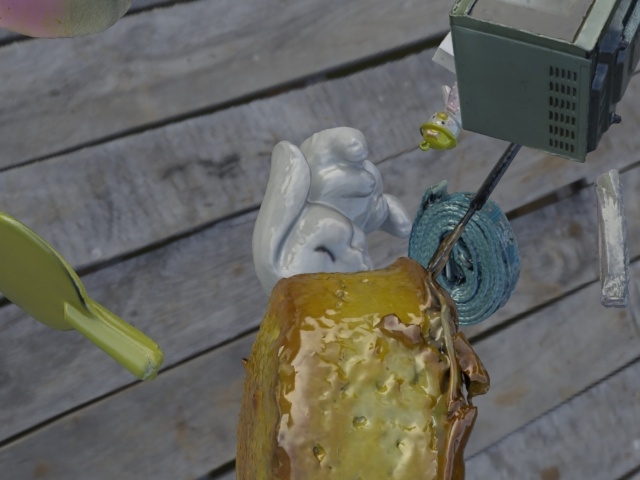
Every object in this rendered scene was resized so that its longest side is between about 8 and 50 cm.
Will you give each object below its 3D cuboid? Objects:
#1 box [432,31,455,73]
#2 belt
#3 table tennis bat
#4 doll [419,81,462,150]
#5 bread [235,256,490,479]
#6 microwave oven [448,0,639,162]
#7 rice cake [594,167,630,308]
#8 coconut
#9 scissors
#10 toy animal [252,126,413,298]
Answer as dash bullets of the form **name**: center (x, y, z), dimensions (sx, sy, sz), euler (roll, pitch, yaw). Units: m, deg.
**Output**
- **box**: center (0.225, -0.253, 1.400), dimensions (0.109, 0.029, 0.198), euler (32, 52, 6)
- **belt**: center (0.187, 0.021, 1.481), dimensions (0.147, 0.163, 0.082), euler (24, 24, 17)
- **table tennis bat**: center (-0.379, 0.081, 1.684), dimensions (0.368, 0.224, 0.054), euler (36, 56, 7)
- **doll**: center (0.256, -0.238, 2.110), dimensions (0.207, 0.129, 0.081), euler (-46, 147, -9)
- **bread**: center (0.022, 0.191, 1.117), dimensions (0.204, 0.358, 0.337), euler (2, 66, -13)
- **microwave oven**: center (0.203, -0.190, 0.916), dimensions (0.129, 0.163, 0.205), euler (18, 65, 23)
- **rice cake**: center (0.498, -0.005, 1.961), dimensions (0.049, 0.055, 0.270), euler (46, 40, -55)
- **coconut**: center (-0.323, -0.354, 1.352), dimensions (0.233, 0.245, 0.233), euler (5, 57, -8)
- **scissors**: center (0.180, -0.042, 1.321), dimensions (0.017, 0.220, 0.088), euler (32, 27, 3)
- **toy animal**: center (0.000, 0.000, 1.714), dimensions (0.272, 0.206, 0.265), euler (55, 42, -42)
